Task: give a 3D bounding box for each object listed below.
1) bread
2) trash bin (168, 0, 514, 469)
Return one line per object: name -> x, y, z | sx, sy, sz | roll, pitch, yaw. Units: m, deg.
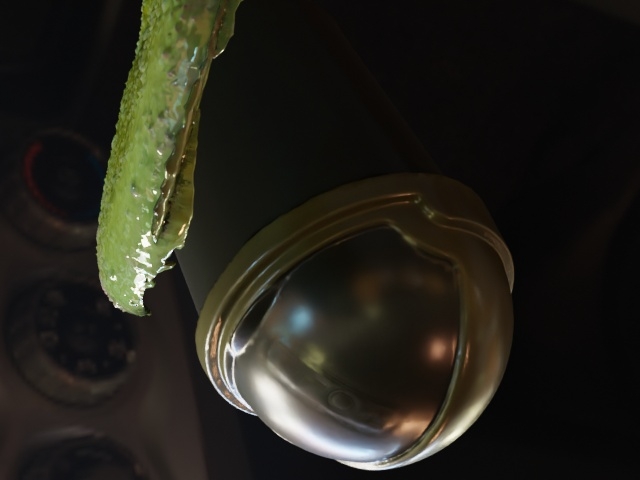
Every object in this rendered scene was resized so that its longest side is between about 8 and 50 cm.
bread -> -0.068, -0.103, 0.762 | 0.045, 0.301, 0.301 | 12, 138, -9
trash bin -> 0.000, 0.000, 1.048 | 0.214, 0.334, 0.214 | -18, 145, -13
